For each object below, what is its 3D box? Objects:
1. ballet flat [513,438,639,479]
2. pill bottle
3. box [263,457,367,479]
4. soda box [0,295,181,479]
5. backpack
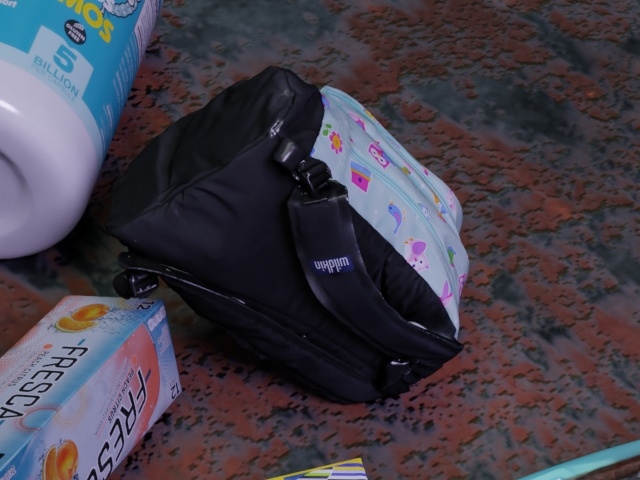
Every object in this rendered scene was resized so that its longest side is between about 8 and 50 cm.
[{"bbox_3d":[0.281,0.117,0.821,0.482,0.164,0.182,-25,72,-10],"label":"ballet flat"},{"bbox_3d":[-0.178,-0.127,1.065,0.146,0.146,0.264,5,48,9],"label":"pill bottle"},{"bbox_3d":[-0.053,0.159,0.854,0.169,0.054,0.059,-13,48,-6],"label":"box"},{"bbox_3d":[-0.136,0.093,0.875,0.063,0.058,0.183,2,27,23],"label":"soda box"},{"bbox_3d":[0.000,0.000,0.914,0.152,0.182,0.115,-25,38,39],"label":"backpack"}]
